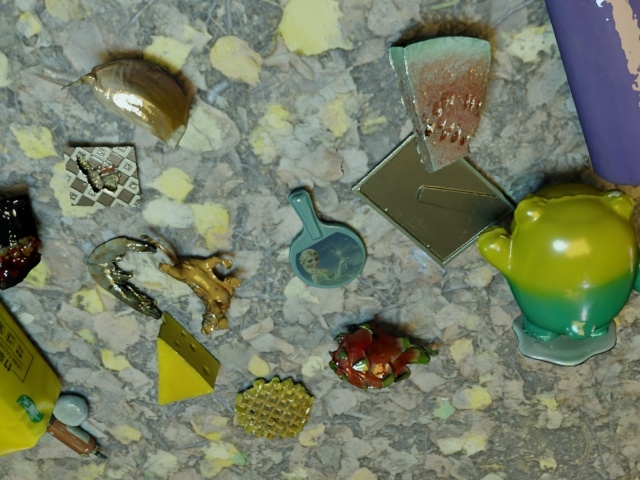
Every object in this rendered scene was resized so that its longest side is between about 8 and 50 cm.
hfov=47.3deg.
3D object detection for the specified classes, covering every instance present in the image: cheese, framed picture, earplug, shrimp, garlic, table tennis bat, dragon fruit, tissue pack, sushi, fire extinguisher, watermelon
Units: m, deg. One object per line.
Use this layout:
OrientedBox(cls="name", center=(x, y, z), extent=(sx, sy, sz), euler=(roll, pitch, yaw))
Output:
OrientedBox(cls="cheese", center=(-0.298, 0.235, 1.503), extent=(0.126, 0.093, 0.171), euler=(-13, 121, 10))
OrientedBox(cls="framed picture", center=(0.211, -0.077, 1.357), extent=(0.260, 0.023, 0.189), euler=(37, 115, -22))
OrientedBox(cls="earplug", center=(0.459, -0.321, 1.108), extent=(0.215, 0.215, 0.455), euler=(-24, 117, 13))
OrientedBox(cls="shrimp", center=(-0.355, 0.070, 1.435), extent=(0.148, 0.035, 0.195), euler=(-38, 114, 18))
OrientedBox(cls="garlic", center=(-0.304, -0.234, 1.183), extent=(0.198, 0.128, 0.090), euler=(29, 133, -22))
OrientedBox(cls="table tennis bat", center=(0.000, 0.000, 1.396), extent=(0.149, 0.038, 0.237), euler=(-18, 124, 10))
OrientedBox(cls="dragon fruit", center=(0.132, 0.236, 1.490), extent=(0.236, 0.137, 0.135), euler=(2, 86, -4))
OrientedBox(cls="tissue pack", center=(-0.743, 0.249, 1.424), extent=(0.294, 0.228, 0.381), euler=(-19, 122, 8))
OrientedBox(cls="sushi", center=(-0.390, -0.118, 1.317), extent=(0.126, 0.026, 0.120), euler=(-1, 120, -6))
OrientedBox(cls="fire extinguisher", center=(-0.559, 0.444, 1.654), extent=(0.062, 0.050, 0.177), euler=(-13, 130, 48))
OrientedBox(cls="watermelon", center=(0.201, -0.223, 1.222), extent=(0.154, 0.094, 0.241), euler=(-9, 115, -8))
OrientedBox(cls="sushi", center=(-0.593, 0.011, 1.321), extent=(0.172, 0.153, 0.150), euler=(-17, 102, -13))

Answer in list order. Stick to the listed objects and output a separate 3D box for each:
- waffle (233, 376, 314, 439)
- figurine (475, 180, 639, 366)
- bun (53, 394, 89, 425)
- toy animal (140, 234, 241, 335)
OrientedBox(cls="waffle", center=(-0.104, 0.376, 1.630), extent=(0.191, 0.038, 0.191), euler=(0, 123, 0))
OrientedBox(cls="figurine", center=(0.450, 0.052, 1.327), extent=(0.324, 0.231, 0.339), euler=(-6, 128, 9))
OrientedBox(cls="bun", center=(-0.549, 0.370, 1.612), extent=(0.083, 0.045, 0.083), euler=(0, 120, 1))
OrientedBox(cls="toy animal", center=(-0.246, 0.066, 1.409), extent=(0.255, 0.114, 0.116), euler=(51, 152, -22))
